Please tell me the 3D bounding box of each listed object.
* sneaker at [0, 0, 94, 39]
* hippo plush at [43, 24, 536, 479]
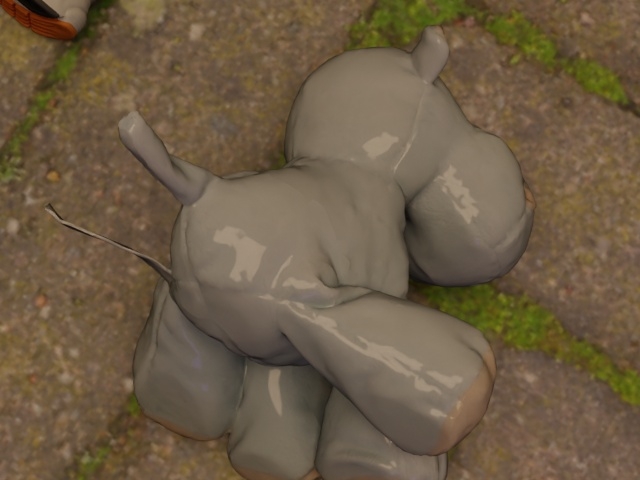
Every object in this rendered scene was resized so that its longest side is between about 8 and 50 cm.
[{"bbox_3d":[-0.229,-0.257,1.017,0.262,0.099,0.121,43,75,-3],"label":"sneaker"},{"bbox_3d":[0.000,0.000,0.949,0.294,0.234,0.236,40,51,-10],"label":"hippo plush"}]
